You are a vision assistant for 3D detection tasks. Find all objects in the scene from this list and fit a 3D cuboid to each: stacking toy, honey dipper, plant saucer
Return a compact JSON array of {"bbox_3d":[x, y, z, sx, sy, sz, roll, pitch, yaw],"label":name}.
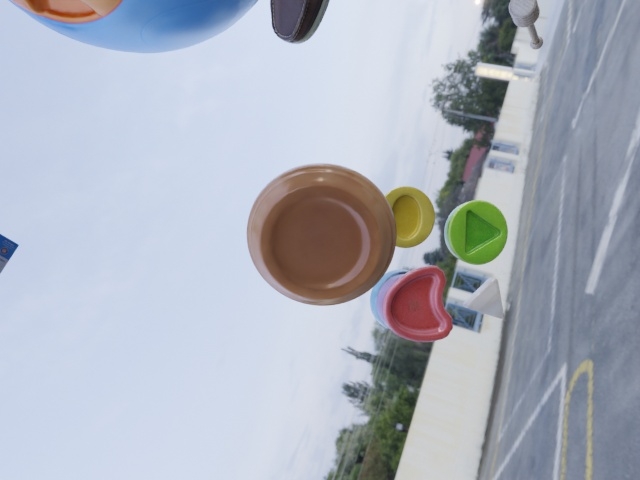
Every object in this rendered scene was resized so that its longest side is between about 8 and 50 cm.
[{"bbox_3d":[0.232,0.043,1.016,0.130,0.280,0.308,-167,76,-78],"label":"stacking toy"},{"bbox_3d":[0.266,-0.273,0.617,0.161,0.031,0.030,-9,-66,-62],"label":"honey dipper"},{"bbox_3d":[0.000,0.000,0.632,0.037,0.200,0.199,-78,-2,-70],"label":"plant saucer"}]

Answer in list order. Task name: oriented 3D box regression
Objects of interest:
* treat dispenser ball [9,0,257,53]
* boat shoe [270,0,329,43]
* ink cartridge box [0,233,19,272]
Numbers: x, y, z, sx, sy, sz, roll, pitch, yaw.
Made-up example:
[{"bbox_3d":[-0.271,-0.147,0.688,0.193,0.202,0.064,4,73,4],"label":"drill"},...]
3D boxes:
[{"bbox_3d":[-0.161,-0.304,0.389,0.288,0.289,0.287,16,-90,-74],"label":"treat dispenser ball"},{"bbox_3d":[-0.035,-0.378,0.603,0.095,0.095,0.257,-34,-35,-47],"label":"boat shoe"},{"bbox_3d":[-0.516,0.036,0.699,0.088,0.052,0.122,72,-143,-64],"label":"ink cartridge box"}]
